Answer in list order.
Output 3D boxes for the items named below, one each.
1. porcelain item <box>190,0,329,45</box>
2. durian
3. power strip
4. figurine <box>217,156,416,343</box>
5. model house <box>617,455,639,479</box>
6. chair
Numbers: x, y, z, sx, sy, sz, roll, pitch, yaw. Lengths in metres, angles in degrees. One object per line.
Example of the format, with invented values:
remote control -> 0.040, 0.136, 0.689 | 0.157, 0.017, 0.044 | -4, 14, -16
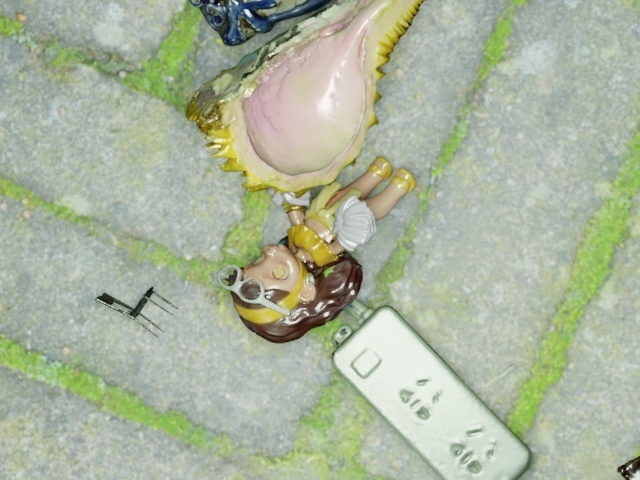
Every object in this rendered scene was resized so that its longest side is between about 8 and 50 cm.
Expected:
porcelain item -> -0.091, -0.365, 1.658 | 0.186, 0.138, 0.288 | -31, 90, 20
durian -> -0.034, -0.173, 1.602 | 0.305, 0.195, 0.185 | -45, 125, -25
power strip -> 0.102, 0.162, 1.652 | 0.093, 0.053, 0.288 | -45, 86, 1
figurine -> -0.001, 0.002, 1.629 | 0.175, 0.116, 0.240 | 29, 78, 44
model house -> 0.375, 0.315, 1.605 | 0.164, 0.141, 0.203 | 2, 66, 26
chair -> -0.203, 0.069, 1.688 | 0.086, 0.037, 0.042 | 29, 103, 1
